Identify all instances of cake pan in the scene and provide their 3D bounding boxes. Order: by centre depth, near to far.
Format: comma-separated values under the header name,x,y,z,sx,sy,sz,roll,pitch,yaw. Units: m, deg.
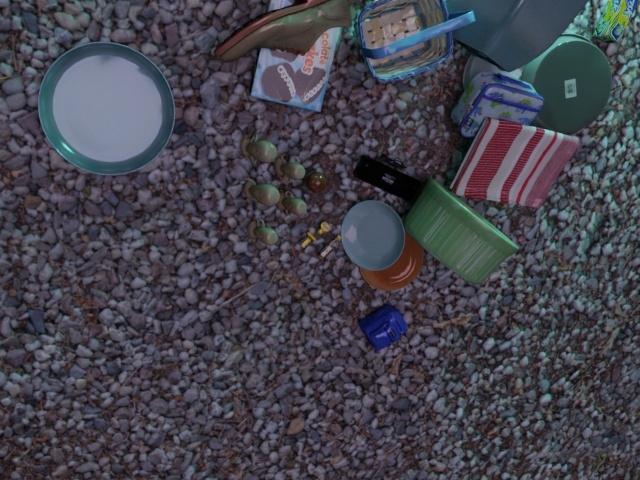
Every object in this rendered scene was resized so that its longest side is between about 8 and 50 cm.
name,x,y,z,sx,sy,sz,roll,pitch,yaw
cake pan,0.696,-0.434,1.880,0.293,0.054,0.293,-4,107,-12

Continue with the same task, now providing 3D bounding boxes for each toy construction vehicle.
name,x,y,z,sx,sy,sz,roll,pitch,yaw
toy construction vehicle,0.000,0.000,1.848,0.086,0.035,0.098,42,90,-9

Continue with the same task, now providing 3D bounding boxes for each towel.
name,x,y,z,sx,sy,sz,roll,pitch,yaw
towel,0.540,-0.208,1.845,0.328,0.037,0.237,6,123,-27

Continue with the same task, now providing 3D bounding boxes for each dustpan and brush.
name,x,y,z,sx,sy,sz,roll,pitch,yaw
dustpan and brush,0.432,-0.413,1.827,0.147,0.060,0.211,34,89,-10

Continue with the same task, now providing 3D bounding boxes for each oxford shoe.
name,x,y,z,sx,sy,sz,roll,pitch,yaw
oxford shoe,-0.082,-0.489,1.578,0.348,0.123,0.130,-26,113,-1

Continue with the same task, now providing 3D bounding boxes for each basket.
name,x,y,z,sx,sy,sz,roll,pitch,yaw
basket,0.206,-0.498,1.616,0.254,0.289,0.201,-21,114,-8

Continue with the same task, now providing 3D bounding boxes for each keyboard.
name,x,y,z,sx,sy,sz,roll,pitch,yaw
keyboard,0.192,-0.187,1.846,0.192,0.038,0.100,22,122,-19

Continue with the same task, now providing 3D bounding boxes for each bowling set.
name,x,y,z,sx,sy,sz,roll,pitch,yaw
bowling set,-0.099,-0.133,1.745,0.199,0.154,0.287,-6,106,-31

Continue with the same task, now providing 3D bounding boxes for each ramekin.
name,x,y,z,sx,sy,sz,roll,pitch,yaw
ramekin,0.367,-0.019,1.794,0.303,0.303,0.148,34,102,-20

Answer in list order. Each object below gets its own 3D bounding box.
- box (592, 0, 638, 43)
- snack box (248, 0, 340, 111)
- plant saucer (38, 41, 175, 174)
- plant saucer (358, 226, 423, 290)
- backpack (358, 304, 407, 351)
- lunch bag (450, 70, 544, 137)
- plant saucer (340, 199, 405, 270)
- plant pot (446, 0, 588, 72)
name,x,y,z,sx,sy,sz,roll,pitch,yaw
box,0.831,-0.639,1.851,0.054,0.059,0.169,19,101,-20
snack box,-0.055,-0.503,1.674,0.187,0.060,0.322,10,103,-15
plant saucer,-0.517,-0.319,1.624,0.317,0.044,0.318,-3,106,-12
plant saucer,0.206,0.053,1.908,0.199,0.037,0.200,-4,106,-13
backpack,0.191,0.255,1.929,0.120,0.101,0.098,-34,117,-6
lunch bag,0.474,-0.354,1.782,0.218,0.090,0.176,8,132,-29
plant saucer,0.149,-0.015,1.834,0.194,0.037,0.195,4,98,29
plant pot,0.459,-0.572,1.655,0.247,0.247,0.252,13,113,-48
